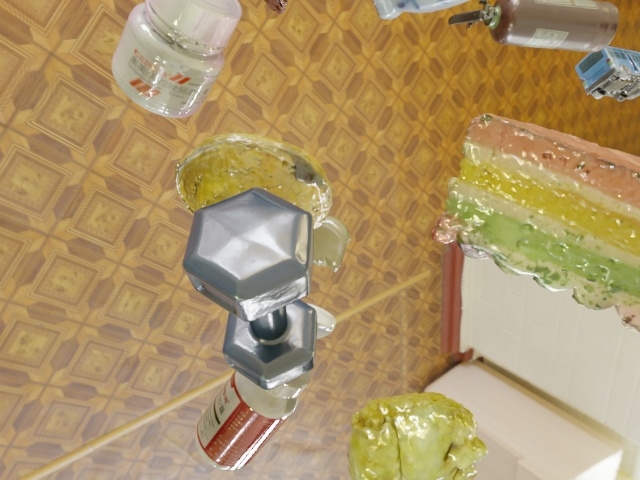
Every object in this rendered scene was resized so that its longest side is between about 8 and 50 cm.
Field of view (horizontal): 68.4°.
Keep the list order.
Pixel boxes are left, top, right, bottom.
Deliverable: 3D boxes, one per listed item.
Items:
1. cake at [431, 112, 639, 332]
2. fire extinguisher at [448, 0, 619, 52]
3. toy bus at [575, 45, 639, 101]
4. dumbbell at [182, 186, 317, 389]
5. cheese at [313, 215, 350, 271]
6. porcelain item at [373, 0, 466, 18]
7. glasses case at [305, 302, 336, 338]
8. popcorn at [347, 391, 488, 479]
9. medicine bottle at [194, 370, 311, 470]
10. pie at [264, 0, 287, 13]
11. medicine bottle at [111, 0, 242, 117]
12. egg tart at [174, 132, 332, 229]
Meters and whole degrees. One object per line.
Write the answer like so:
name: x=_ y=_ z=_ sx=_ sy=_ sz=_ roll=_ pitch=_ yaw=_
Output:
cake: x=0.207 y=-0.016 z=0.363 sx=0.090 sy=0.225 sz=0.109 roll=-50 pitch=161 yaw=-55
fire extinguisher: x=0.311 y=-0.323 z=0.703 sx=0.231 sy=0.099 sz=0.071 roll=0 pitch=102 yaw=-9
toy bus: x=0.927 y=-0.522 z=1.468 sx=0.234 sy=0.116 sz=0.134 roll=-4 pitch=67 yaw=-26
dumbbell: x=-0.077 y=0.080 z=0.636 sx=0.156 sy=0.144 sz=0.316 roll=-23 pitch=148 yaw=-15
cheese: x=0.000 y=0.000 z=1.568 sx=0.091 sy=0.202 sz=0.175 roll=4 pitch=101 yaw=-71
porcelain item: x=0.328 y=-0.745 z=1.248 sx=0.243 sy=0.405 sz=0.178 roll=58 pitch=41 yaw=-29
glasses case: x=-0.024 y=0.159 z=0.920 sx=0.076 sy=0.197 sz=0.049 roll=27 pitch=70 yaw=-5
popcorn: x=0.168 y=0.393 z=0.932 sx=0.285 sy=0.225 sz=0.174 roll=-2 pitch=81 yaw=-19
medicine bottle: x=-0.127 y=0.307 z=0.873 sx=0.131 sy=0.131 sz=0.250 roll=13 pitch=122 yaw=-41
pie: x=-0.140 y=-0.678 z=1.267 sx=0.038 sy=0.153 sz=0.153 roll=-42 pitch=130 yaw=0
medicine bottle: x=-0.369 y=-0.512 z=1.221 sx=0.256 sy=0.256 sz=0.325 roll=10 pitch=138 yaw=-40
egg tart: x=-0.189 y=-0.096 z=1.288 sx=0.443 sy=0.443 sz=0.178 roll=41 pitch=43 yaw=-41
